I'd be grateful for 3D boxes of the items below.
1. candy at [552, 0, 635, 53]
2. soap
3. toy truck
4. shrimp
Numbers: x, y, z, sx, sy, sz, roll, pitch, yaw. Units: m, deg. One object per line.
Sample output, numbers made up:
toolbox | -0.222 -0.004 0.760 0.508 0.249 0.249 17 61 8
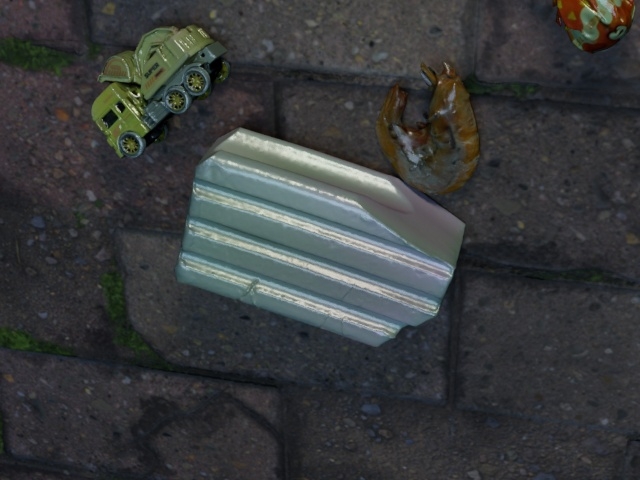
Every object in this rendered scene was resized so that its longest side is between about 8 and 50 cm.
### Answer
candy | 0.213 -0.301 1.165 0.288 0.078 0.084 31 136 6
soap | 0.000 0.000 1.368 0.347 0.115 0.208 18 124 4
toy truck | -0.209 -0.199 1.327 0.191 0.085 0.116 -39 95 27
shrimp | 0.128 -0.135 1.288 0.133 0.051 0.187 5 124 13
